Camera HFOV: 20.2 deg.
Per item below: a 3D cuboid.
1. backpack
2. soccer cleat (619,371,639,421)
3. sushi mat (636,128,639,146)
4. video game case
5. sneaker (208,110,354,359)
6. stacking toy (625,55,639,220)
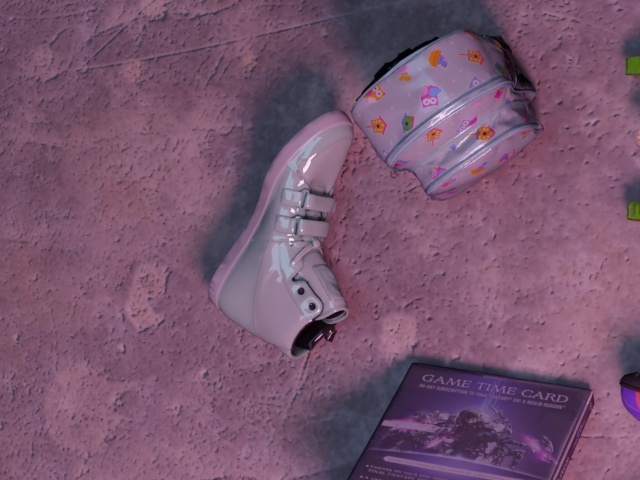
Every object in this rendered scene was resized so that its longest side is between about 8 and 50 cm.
[{"bbox_3d":[0.126,-0.127,1.791,0.166,0.188,0.144,-34,72,16],"label":"backpack"},{"bbox_3d":[0.412,0.220,1.674,0.318,0.108,0.116,25,98,22],"label":"soccer cleat"},{"bbox_3d":[0.464,-0.098,1.677,0.316,0.019,0.151,26,93,27],"label":"sushi mat"},{"bbox_3d":[0.131,0.225,1.733,0.196,0.274,0.026,7,129,24],"label":"video game case"},{"bbox_3d":[0.000,0.000,1.881,0.151,0.094,0.256,38,109,28],"label":"sneaker"},{"bbox_3d":[0.404,-0.099,1.746,0.221,0.052,0.167,0,82,25],"label":"stacking toy"}]
